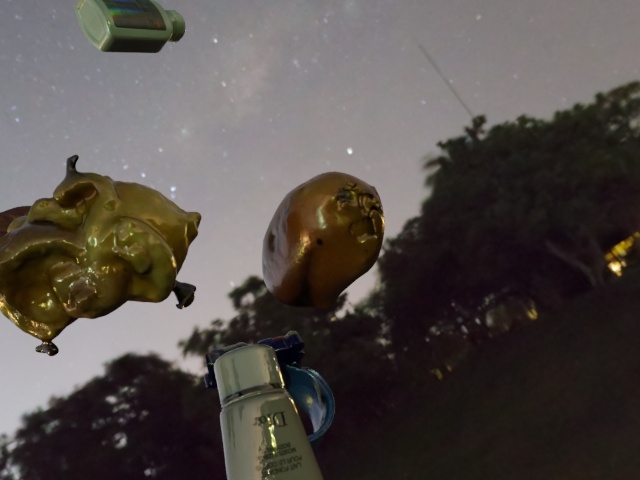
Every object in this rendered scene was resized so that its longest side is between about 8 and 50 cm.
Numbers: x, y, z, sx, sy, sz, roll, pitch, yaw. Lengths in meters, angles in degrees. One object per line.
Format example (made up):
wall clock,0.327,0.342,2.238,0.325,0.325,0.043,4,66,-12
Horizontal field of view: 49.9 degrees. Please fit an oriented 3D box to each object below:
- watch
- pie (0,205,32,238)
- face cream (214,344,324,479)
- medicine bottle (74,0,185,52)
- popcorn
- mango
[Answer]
watch,-0.081,0.279,1.166,0.196,0.200,0.171,-15,-37,-24
pie,-0.617,-0.002,1.434,0.218,0.204,0.054,-42,-32,-46
face cream,-0.055,0.280,0.806,0.143,0.315,0.089,-9,-25,-18
medicine bottle,-0.383,-0.449,1.429,0.083,0.121,0.228,-40,-12,34
popcorn,-0.345,0.006,1.057,0.297,0.281,0.315,7,26,44
mango,0.000,0.000,1.085,0.152,0.201,0.287,-7,-24,-26
